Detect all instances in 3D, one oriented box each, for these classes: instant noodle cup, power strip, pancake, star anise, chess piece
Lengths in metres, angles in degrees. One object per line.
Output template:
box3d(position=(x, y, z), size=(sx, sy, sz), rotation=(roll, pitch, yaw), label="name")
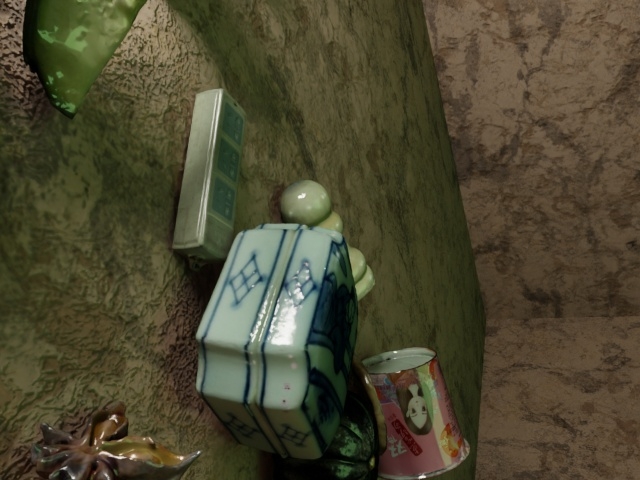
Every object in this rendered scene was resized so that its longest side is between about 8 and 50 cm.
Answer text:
box3d(position=(0.198, 0.385, 1.185), size=(0.243, 0.243, 0.231), rotation=(-14, 92, -65), label="instant noodle cup")
box3d(position=(-0.151, -0.093, 0.723), size=(0.078, 0.052, 0.271), rotation=(41, 49, -59), label="power strip")
box3d(position=(0.079, 0.315, 1.012), size=(0.235, 0.029, 0.211), rotation=(95, -24, -52), label="pancake")
box3d(position=(-0.221, 0.284, 0.457), size=(0.218, 0.148, 0.227), rotation=(-148, -99, -81), label="star anise")
box3d(position=(0.000, 0.000, 0.970), size=(0.243, 0.133, 0.133), rotation=(64, 31, -25), label="chess piece")

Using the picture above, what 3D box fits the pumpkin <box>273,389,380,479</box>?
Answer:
box3d(position=(0.015, 0.358, 0.864), size=(0.221, 0.162, 0.220), rotation=(-1, 91, -63), label="pumpkin")

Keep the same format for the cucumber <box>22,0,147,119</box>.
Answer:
box3d(position=(-0.200, -0.282, 0.491), size=(0.105, 0.145, 0.325), rotation=(28, 94, -40), label="cucumber")

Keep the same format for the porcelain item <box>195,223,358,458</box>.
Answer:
box3d(position=(-0.041, 0.139, 0.734), size=(0.281, 0.157, 0.285), rotation=(78, 22, -48), label="porcelain item")
